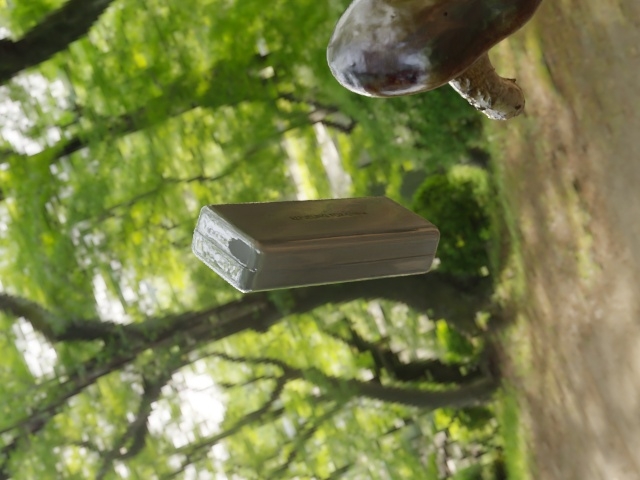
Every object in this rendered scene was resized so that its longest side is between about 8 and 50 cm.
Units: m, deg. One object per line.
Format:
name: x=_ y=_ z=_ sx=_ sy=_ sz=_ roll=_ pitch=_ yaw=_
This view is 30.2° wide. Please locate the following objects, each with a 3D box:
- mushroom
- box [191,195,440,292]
mushroom: x=0.134 y=-0.173 z=1.146 sx=0.217 sy=0.227 sz=0.148 roll=57 pitch=-175 yaw=-48
box: x=0.000 y=0.000 z=1.151 sx=0.103 sy=0.243 sz=0.055 roll=34 pitch=118 yaw=42
